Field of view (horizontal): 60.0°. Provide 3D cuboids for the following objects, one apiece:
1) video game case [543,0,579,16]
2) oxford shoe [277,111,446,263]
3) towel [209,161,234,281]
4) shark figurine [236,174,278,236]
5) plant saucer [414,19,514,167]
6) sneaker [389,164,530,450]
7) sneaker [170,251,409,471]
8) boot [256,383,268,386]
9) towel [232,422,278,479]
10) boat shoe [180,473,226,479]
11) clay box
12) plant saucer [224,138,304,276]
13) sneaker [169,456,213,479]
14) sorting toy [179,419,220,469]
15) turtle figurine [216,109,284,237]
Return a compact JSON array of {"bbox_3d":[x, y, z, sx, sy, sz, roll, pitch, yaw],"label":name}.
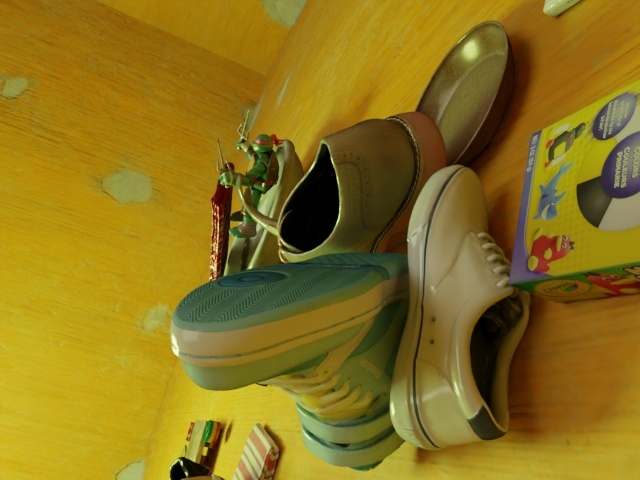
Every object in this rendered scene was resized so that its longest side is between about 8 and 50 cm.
[{"bbox_3d":[0.270,-0.302,0.496,0.143,0.019,0.157,165,124,-71],"label":"video game case"},{"bbox_3d":[0.000,0.000,0.694,0.140,0.147,0.397,62,146,32],"label":"oxford shoe"},{"bbox_3d":[-0.229,-0.021,1.274,0.198,0.031,0.274,-90,9,-56],"label":"towel"},{"bbox_3d":[-0.006,-0.037,0.887,0.116,0.278,0.166,-15,-82,-64],"label":"shark figurine"},{"bbox_3d":[0.161,-0.150,0.639,0.198,0.036,0.198,-161,90,-74],"label":"plant saucer"},{"bbox_3d":[0.128,0.043,0.460,0.091,0.094,0.258,-16,52,41],"label":"sneaker"},{"bbox_3d":[0.005,0.122,0.468,0.127,0.319,0.208,3,95,30],"label":"sneaker"},{"bbox_3d":[-0.108,0.215,1.071,0.099,0.045,0.121,-66,15,3],"label":"boot"},{"bbox_3d":[-0.119,0.409,0.904,0.197,0.029,0.144,-69,16,-9],"label":"towel"},{"bbox_3d":[-0.187,0.479,0.577,0.500,0.156,0.186,-94,21,-55],"label":"boat shoe"},{"bbox_3d":[0.208,-0.040,0.320,0.222,0.053,0.127,149,138,-67],"label":"clay box"},{"bbox_3d":[-0.113,-0.032,1.281,0.400,0.101,0.400,-161,90,-74],"label":"plant saucer"},{"bbox_3d":[-0.254,0.440,0.795,0.102,0.146,0.293,-29,13,36],"label":"sneaker"},{"bbox_3d":[-0.278,0.490,1.287,0.274,0.046,0.132,-37,36,61],"label":"sorting toy"},{"bbox_3d":[-0.141,-0.132,1.107,0.175,0.118,0.234,-66,-13,-65],"label":"turtle figurine"}]
